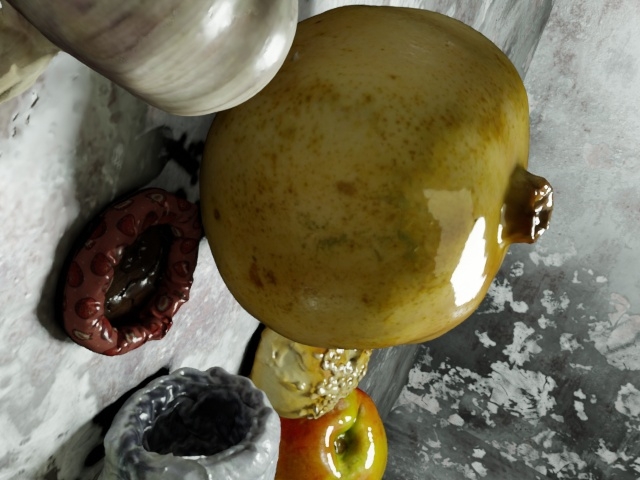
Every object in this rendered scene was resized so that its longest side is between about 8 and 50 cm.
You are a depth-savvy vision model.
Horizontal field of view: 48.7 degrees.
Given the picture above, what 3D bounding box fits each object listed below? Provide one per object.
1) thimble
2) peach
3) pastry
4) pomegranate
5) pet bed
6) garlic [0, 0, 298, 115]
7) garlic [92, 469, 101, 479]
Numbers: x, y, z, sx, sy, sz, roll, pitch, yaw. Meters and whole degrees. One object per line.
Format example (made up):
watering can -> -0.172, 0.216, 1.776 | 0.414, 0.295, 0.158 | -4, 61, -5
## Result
thimble -> -0.171, 0.287, 0.936 | 0.246, 0.217, 0.157 | -22, 129, -49
peach -> 0.003, 0.474, 1.602 | 0.307, 0.308, 0.332 | -54, 176, -28
pastry -> 0.004, 0.217, 1.374 | 0.316, 0.184, 0.284 | -29, 143, -61
pomegranate -> 0.068, -0.070, 0.815 | 0.416, 0.417, 0.416 | -53, 160, -29
pet bed -> -0.197, 0.036, 0.760 | 0.201, 0.054, 0.201 | -50, 153, -38
garlic -> -0.151, -0.157, 0.422 | 0.253, 0.245, 0.245 | -33, 170, 16
garlic -> -0.321, 0.412, 0.924 | 0.128, 0.091, 0.198 | -64, 165, -57
